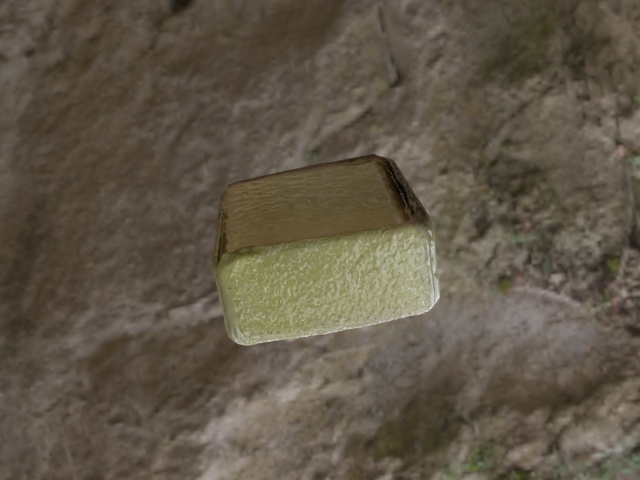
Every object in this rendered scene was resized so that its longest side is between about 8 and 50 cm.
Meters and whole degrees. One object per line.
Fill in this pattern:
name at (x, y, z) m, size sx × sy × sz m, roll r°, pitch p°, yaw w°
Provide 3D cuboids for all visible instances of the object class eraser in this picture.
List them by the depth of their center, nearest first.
eraser at (0.000, 0.000, 0.641) m, size 0.117 × 0.058 × 0.172 m, roll -12°, pitch -164°, yaw -1°
